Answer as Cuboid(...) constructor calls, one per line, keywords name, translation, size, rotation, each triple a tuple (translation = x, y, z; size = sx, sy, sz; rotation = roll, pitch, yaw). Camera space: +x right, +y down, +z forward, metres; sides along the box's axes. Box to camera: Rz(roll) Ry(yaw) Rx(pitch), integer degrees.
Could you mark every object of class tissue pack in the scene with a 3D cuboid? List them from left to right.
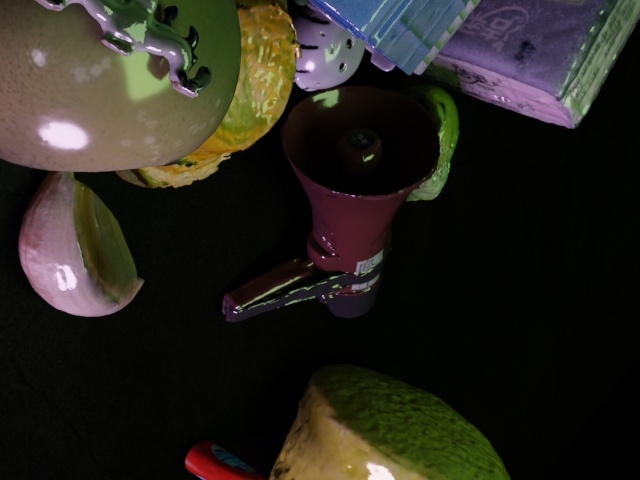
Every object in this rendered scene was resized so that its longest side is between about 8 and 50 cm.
Cuboid(name="tissue pack", translation=(0.292, -0.368, 1.337), size=(0.394, 0.288, 0.124), rotation=(-60, 142, -6))

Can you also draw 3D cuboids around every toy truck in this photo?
Cuboid(name="toy truck", translation=(0.045, -0.256, 0.954), size=(0.146, 0.175, 0.367), rotation=(-50, 168, 12))

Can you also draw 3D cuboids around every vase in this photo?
Cuboid(name="vase", translation=(-0.221, -0.210, 0.786), size=(0.329, 0.241, 0.302), rotation=(-8, 110, -25))

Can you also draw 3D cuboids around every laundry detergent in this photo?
Cuboid(name="laundry detergent", translation=(-0.103, 0.333, 1.403), size=(0.097, 0.165, 0.049), rotation=(29, 87, -59))

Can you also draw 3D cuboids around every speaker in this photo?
Cuboid(name="speaker", translation=(0.020, 0.001, 1.331), size=(0.259, 0.198, 0.329), rotation=(-52, 159, -42))

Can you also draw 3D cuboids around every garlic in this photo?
Cuboid(name="garlic", translation=(-0.241, 0.023, 1.038), size=(0.101, 0.087, 0.195), rotation=(-62, 149, -27))

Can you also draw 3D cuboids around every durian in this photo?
Cuboid(name="durian", translation=(0.144, -0.141, 1.423), size=(0.101, 0.139, 0.250), rotation=(-18, 156, -11))

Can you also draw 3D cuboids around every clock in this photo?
Cuboid(name="clock", translation=(0.000, -0.259, 1.183), size=(0.117, 0.080, 0.176), rotation=(-1, 114, -57))

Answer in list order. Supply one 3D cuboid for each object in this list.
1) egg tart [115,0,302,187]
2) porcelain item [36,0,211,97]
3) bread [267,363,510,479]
Cuboid(name="egg tart", translation=(-0.110, -0.180, 1.046), size=(0.295, 0.116, 0.294), rotation=(-39, 144, -37))
Cuboid(name="porcelain item", translation=(-0.123, -0.163, 0.703), size=(0.136, 0.021, 0.075), rotation=(31, 82, -22))
Cuboid(name="bread", translation=(0.082, 0.379, 1.579), size=(0.307, 0.348, 0.348), rotation=(-58, 151, 13))
